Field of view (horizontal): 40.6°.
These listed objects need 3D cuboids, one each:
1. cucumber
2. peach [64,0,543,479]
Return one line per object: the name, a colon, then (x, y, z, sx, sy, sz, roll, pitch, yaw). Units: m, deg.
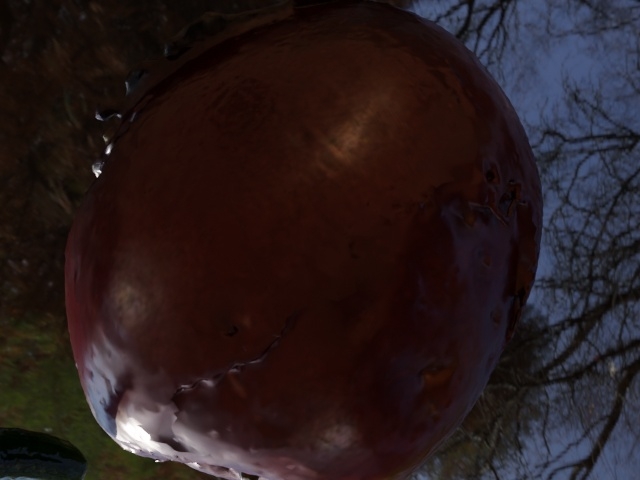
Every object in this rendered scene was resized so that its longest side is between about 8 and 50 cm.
cucumber: (-0.206, 0.142, 0.575, 0.037, 0.155, 0.037, -8, -110, 22)
peach: (0.000, 0.000, 0.708, 0.353, 0.339, 0.416, 7, -117, 20)
